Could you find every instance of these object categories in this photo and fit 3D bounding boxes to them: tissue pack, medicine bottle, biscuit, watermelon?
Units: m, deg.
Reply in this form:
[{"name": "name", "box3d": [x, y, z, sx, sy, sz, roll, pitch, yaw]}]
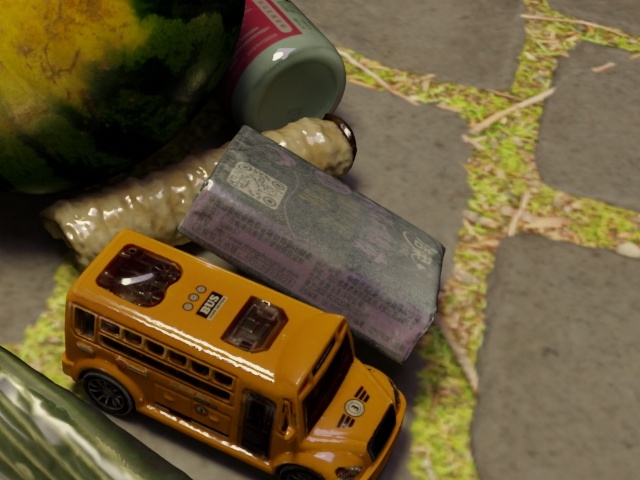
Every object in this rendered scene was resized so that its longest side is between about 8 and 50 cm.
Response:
[{"name": "tissue pack", "box3d": [0.000, 0.000, 0.773, 0.156, 0.051, 0.112, 30, 23, -4]}, {"name": "medicine bottle", "box3d": [-0.071, -0.165, 0.960, 0.090, 0.090, 0.217, -20, 49, -25]}, {"name": "biscuit", "box3d": [-0.075, -0.034, 0.851, 0.219, 0.055, 0.061, -22, 46, -28]}, {"name": "watermelon", "box3d": [-0.181, -0.158, 0.824, 0.268, 0.269, 0.269, 4, 44, -4]}]

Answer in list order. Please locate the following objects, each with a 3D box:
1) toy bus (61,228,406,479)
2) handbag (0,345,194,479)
[{"name": "toy bus", "box3d": [-0.047, 0.070, 0.724, 0.194, 0.088, 0.083, 22, 47, 14]}, {"name": "handbag", "box3d": [-0.186, 0.161, 0.520, 0.340, 0.247, 0.240, 32, 61, 21]}]
